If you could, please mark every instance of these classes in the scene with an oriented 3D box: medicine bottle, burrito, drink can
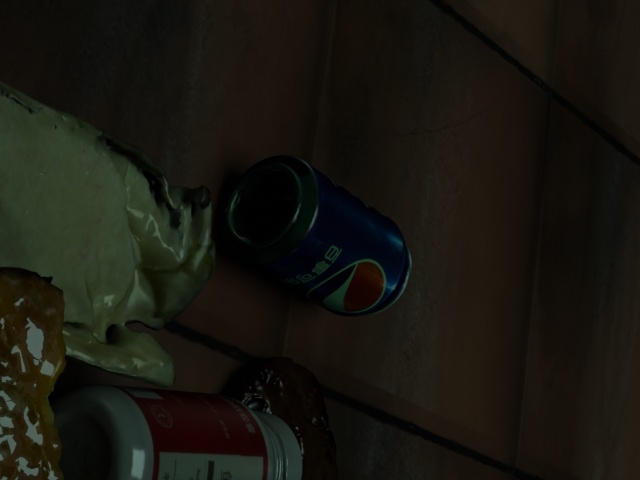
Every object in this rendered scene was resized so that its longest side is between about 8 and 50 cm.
[{"bbox_3d":[-0.130,0.195,1.542,0.250,0.131,0.131,13,76,-53],"label":"medicine bottle"},{"bbox_3d":[-0.225,0.001,1.424,0.332,0.135,0.190,27,69,-53],"label":"burrito"},{"bbox_3d":[0.000,0.000,1.760,0.205,0.118,0.118,30,63,-50],"label":"drink can"}]

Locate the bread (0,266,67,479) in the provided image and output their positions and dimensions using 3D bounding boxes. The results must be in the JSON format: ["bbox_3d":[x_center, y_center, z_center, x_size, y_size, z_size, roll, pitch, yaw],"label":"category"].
[{"bbox_3d":[-0.326,0.152,1.134,0.279,0.207,0.279,6,74,-35],"label":"bread"}]

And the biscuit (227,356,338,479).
[{"bbox_3d":[-0.038,0.210,1.745,0.192,0.049,0.192,5,85,-59],"label":"biscuit"}]
